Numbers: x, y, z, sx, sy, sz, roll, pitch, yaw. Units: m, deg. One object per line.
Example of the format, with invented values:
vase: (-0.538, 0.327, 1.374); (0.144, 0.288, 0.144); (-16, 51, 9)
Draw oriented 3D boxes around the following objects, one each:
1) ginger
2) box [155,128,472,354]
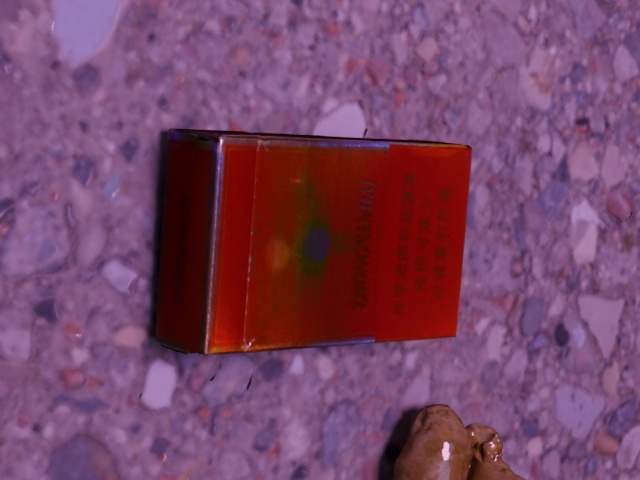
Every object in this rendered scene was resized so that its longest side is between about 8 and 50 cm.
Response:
ginger: (0.088, 0.203, 0.845); (0.115, 0.081, 0.206); (13, 86, -37)
box: (-0.001, 0.000, 0.767); (0.175, 0.048, 0.112); (0, 97, -39)
